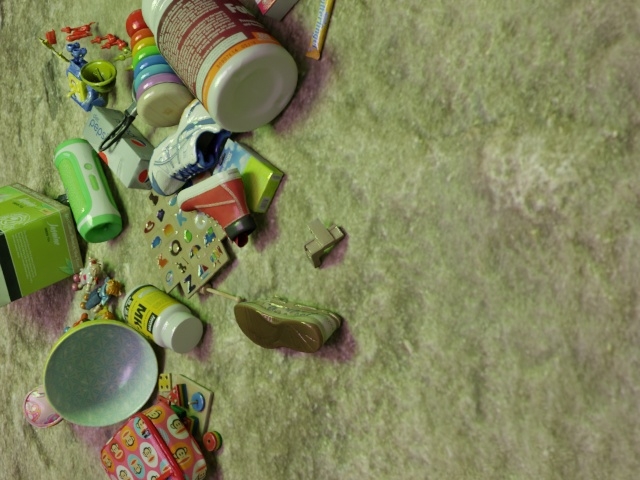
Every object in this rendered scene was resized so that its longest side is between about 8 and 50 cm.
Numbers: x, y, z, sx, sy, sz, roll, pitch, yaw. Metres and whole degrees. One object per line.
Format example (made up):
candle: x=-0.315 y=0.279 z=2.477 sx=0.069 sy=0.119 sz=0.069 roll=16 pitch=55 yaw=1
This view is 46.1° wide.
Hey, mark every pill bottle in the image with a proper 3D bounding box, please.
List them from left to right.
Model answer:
pill bottle: x=-0.400 y=0.199 z=1.907 sx=0.208 sy=0.119 sz=0.119 roll=24 pitch=104 yaw=38
pill bottle: x=-0.243 y=-0.451 z=1.734 sx=0.392 sy=0.224 sz=0.224 roll=51 pitch=119 yaw=29

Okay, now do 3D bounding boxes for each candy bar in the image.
candy bar: x=0.002 y=-0.481 z=1.661 sx=0.040 sy=0.018 sz=0.162 roll=24 pitch=104 yaw=38

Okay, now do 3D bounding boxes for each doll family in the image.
doll family: x=-0.627 y=0.178 z=2.124 sx=0.163 sy=0.118 sz=0.263 roll=-26 pitch=54 yaw=43

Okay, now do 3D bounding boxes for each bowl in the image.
bowl: x=-0.586 y=0.327 z=1.990 sx=0.156 sy=0.289 sz=0.290 roll=33 pitch=111 yaw=63

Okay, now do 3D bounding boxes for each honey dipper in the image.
honey dipper: x=-0.248 y=0.130 z=1.839 sx=0.160 sy=0.030 sz=0.031 roll=14 pitch=97 yaw=39

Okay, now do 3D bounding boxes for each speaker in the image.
speaker: x=-0.663 y=-0.143 z=2.141 sx=0.131 sy=0.131 sz=0.297 roll=-41 pitch=63 yaw=31

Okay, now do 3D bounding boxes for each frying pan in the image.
frying pan: x=-0.472 y=-0.380 z=1.975 sx=0.326 sy=0.053 sz=0.197 roll=-20 pitch=69 yaw=15

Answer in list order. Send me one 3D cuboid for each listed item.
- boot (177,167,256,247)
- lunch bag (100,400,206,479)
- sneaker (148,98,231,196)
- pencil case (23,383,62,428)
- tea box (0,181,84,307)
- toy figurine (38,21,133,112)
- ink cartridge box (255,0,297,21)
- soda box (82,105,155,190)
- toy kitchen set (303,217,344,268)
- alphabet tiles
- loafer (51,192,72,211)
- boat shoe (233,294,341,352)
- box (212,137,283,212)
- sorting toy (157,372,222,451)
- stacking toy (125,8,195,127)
boot: x=-0.247 y=-0.056 z=1.787 sx=0.244 sy=0.088 sz=0.176 roll=-17 pitch=94 yaw=51
lunch bag: x=-0.409 y=0.566 z=1.878 sx=0.258 sy=0.120 sz=0.293 roll=54 pitch=130 yaw=11
sneaker: x=-0.322 y=-0.205 z=1.834 sx=0.296 sy=0.111 sz=0.131 roll=-54 pitch=51 yaw=28
pencil case: x=-0.744 y=0.450 z=2.105 sx=0.284 sy=0.124 sz=0.124 roll=142 pitch=124 yaw=-80
tea box: x=-0.934 y=0.010 z=2.206 sx=0.329 sy=0.323 sz=0.220 roll=20 pitch=125 yaw=38
toy figurine: x=-0.642 y=-0.455 z=2.164 sx=0.362 sy=0.191 sz=0.217 roll=37 pitch=141 yaw=34
ink cartridge box: x=-0.110 y=-0.601 z=1.730 sx=0.109 sy=0.063 sz=0.150 roll=-42 pitch=63 yaw=31
soda box: x=-0.542 y=-0.254 z=2.064 sx=0.286 sy=0.091 sz=0.098 roll=45 pitch=116 yaw=32
toy kitchen set: x=0.000 y=0.000 z=1.634 sx=0.083 sy=0.075 sz=0.068 roll=-32 pitch=65 yaw=-9
alphabet tiles: x=-0.344 y=-0.038 z=1.918 sx=0.285 sy=0.011 sz=0.343 roll=-43 pitch=59 yaw=26
loafer: x=-0.800 y=-0.099 z=2.299 sx=0.170 sy=0.062 sz=0.061 roll=-14 pitch=84 yaw=40
boat shoe: x=-0.080 y=0.182 z=1.669 sx=0.285 sy=0.089 sz=0.105 roll=10 pitch=121 yaw=43
box: x=-0.174 y=-0.155 z=1.779 sx=0.178 sy=0.042 sz=0.109 roll=40 pitch=112 yaw=35
sorting toy: x=-0.346 y=0.421 z=1.899 sx=0.274 sy=0.046 sz=0.132 roll=18 pitch=100 yaw=40
stacking toy: x=-0.415 y=-0.447 z=1.883 sx=0.141 sy=0.141 sz=0.330 roll=-39 pitch=56 yaw=32
